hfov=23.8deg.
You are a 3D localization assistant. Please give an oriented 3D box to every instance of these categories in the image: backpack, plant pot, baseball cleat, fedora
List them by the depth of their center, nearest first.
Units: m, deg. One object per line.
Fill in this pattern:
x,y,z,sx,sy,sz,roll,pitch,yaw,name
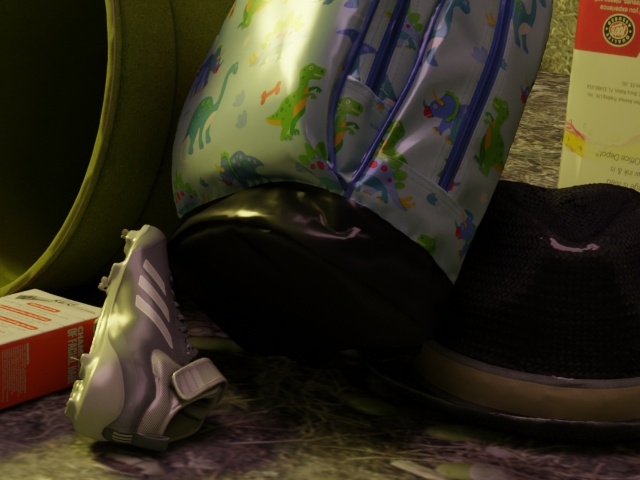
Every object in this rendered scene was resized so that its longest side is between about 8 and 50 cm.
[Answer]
-0.115,0.074,1.082,0.109,0.072,0.206,19,42,-6,baseball cleat
0.033,-0.111,1.163,0.355,0.273,0.290,-51,20,-22,backpack
0.181,0.035,1.195,0.334,0.152,0.334,3,14,-1,fedora
-0.156,-0.114,1.416,0.353,0.366,0.366,7,8,-43,plant pot

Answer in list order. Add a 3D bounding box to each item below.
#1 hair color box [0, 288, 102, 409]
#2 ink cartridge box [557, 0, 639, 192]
-0.239,0.083,1.110,0.093,0.053,0.167,12,18,36,hair color box
0.341,-0.080,1.378,0.131,0.306,0.226,-9,19,-43,ink cartridge box
